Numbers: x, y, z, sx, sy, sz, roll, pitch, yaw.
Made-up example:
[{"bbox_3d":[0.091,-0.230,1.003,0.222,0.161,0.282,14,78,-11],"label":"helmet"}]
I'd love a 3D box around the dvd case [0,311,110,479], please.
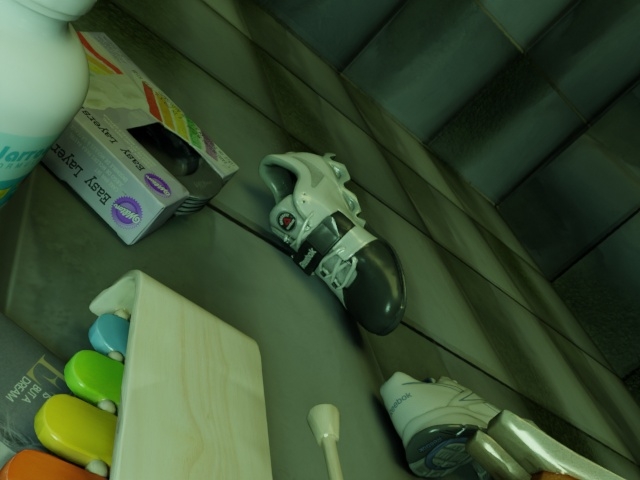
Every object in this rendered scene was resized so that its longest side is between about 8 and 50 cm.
[{"bbox_3d":[-0.167,0.150,0.441,0.221,0.018,0.164,43,19,-10],"label":"dvd case"}]

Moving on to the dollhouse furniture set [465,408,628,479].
[{"bbox_3d":[0.091,0.263,0.394,0.135,0.262,0.259,27,-22,12],"label":"dollhouse furniture set"}]

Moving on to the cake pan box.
[{"bbox_3d":[-0.234,-0.128,0.798,0.267,0.070,0.246,46,21,-1],"label":"cake pan box"}]

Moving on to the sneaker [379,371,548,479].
[{"bbox_3d":[0.193,0.234,0.900,0.297,0.111,0.129,29,19,-43],"label":"sneaker"}]

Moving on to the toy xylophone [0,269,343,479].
[{"bbox_3d":[-0.080,0.154,0.460,0.236,0.081,0.323,39,20,-20],"label":"toy xylophone"}]

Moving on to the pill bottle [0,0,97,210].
[{"bbox_3d":[-0.231,-0.074,0.384,0.146,0.264,0.146,39,20,-18],"label":"pill bottle"}]

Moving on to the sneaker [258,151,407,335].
[{"bbox_3d":[0.000,0.000,0.987,0.146,0.122,0.330,3,44,-38],"label":"sneaker"}]
